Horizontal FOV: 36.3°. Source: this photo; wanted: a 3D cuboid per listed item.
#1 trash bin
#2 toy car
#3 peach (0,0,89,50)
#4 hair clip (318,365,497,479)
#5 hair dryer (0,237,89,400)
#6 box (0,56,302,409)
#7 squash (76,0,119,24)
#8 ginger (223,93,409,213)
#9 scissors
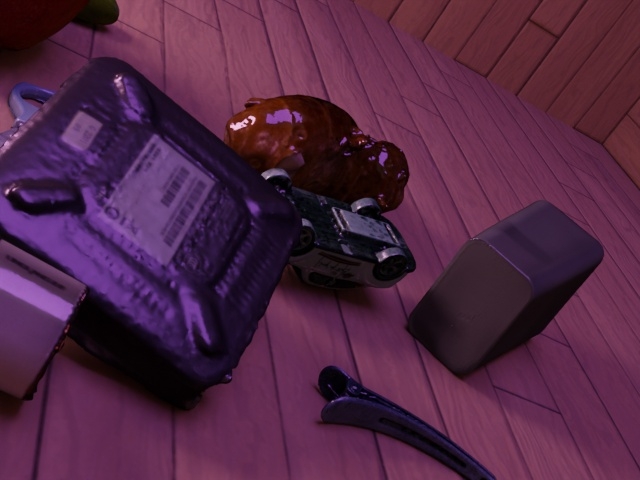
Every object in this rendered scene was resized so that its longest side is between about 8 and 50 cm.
[{"bbox_3d":[0.302,0.074,1.613,0.158,0.223,0.343,44,28,19],"label":"trash bin"},{"bbox_3d":[0.000,0.000,1.459,0.306,0.125,0.136,13,35,-35],"label":"toy car"},{"bbox_3d":[-0.478,-0.478,1.464,0.335,0.310,0.406,41,12,-4],"label":"peach"},{"bbox_3d":[0.118,0.246,1.252,0.275,0.048,0.083,28,20,-17],"label":"hair clip"},{"bbox_3d":[-0.347,0.117,0.819,0.203,0.128,0.362,30,32,-12],"label":"hair dryer"},{"bbox_3d":[-0.200,-0.023,1.127,0.350,0.091,0.359,40,40,-14],"label":"box"},{"bbox_3d":[-0.490,-0.463,1.738,0.292,0.082,0.082,20,28,-30],"label":"squash"},{"bbox_3d":[0.009,-0.138,1.674,0.254,0.176,0.418,40,18,26],"label":"ginger"},{"bbox_3d":[-0.402,-0.137,1.312,0.191,0.029,0.360,33,25,5],"label":"scissors"}]
